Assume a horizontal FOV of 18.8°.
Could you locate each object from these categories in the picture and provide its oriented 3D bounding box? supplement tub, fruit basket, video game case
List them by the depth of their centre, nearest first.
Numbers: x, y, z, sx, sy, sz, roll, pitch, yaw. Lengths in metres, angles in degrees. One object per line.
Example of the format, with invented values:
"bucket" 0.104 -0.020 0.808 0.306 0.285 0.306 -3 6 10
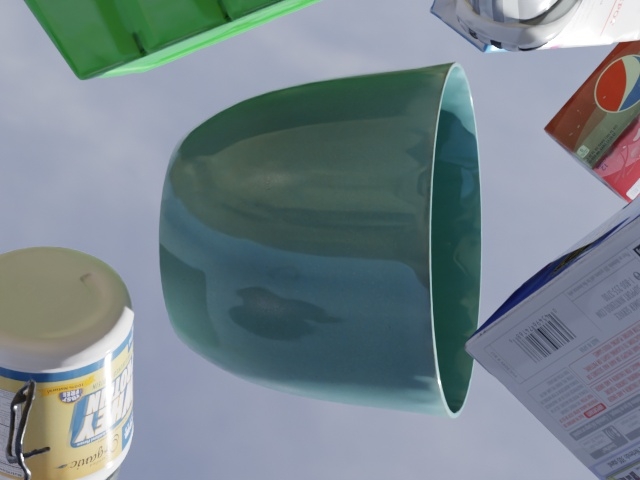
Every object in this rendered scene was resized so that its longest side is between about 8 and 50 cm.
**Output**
"video game case" 0.231 0.082 1.005 0.244 0.269 0.061 46 -120 0
"supplement tub" -0.228 0.121 1.614 0.144 0.200 0.144 3 -142 -2
"fruit basket" -0.115 -0.359 1.680 0.392 0.392 0.283 26 -167 9

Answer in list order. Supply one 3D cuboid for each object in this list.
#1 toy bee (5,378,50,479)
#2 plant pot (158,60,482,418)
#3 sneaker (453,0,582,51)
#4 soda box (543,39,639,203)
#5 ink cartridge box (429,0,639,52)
"toy bee" -0.187 0.256 1.390 0.162 0.298 0.195 18 -128 -16
"plant pot" 0.000 0.000 1.617 0.235 0.293 0.293 0 -159 12
"sneaker" 0.139 -0.218 1.011 0.086 0.229 0.132 20 159 17
"soda box" 0.350 -0.170 1.922 0.083 0.263 0.092 37 -173 -41
"ink cartridge box" 0.172 -0.194 1.363 0.181 0.104 0.061 -8 -141 -44
